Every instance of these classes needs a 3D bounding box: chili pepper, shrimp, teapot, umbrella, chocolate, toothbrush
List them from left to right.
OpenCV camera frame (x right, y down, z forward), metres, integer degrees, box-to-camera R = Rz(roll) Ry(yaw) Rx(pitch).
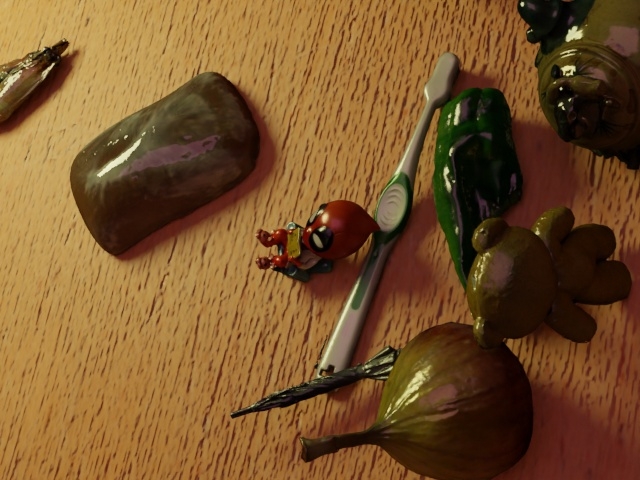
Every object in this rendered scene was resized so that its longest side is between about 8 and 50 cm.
[{"bbox_3d":[-0.429,-0.225,1.416,0.190,0.042,0.101,-34,55,7],"label":"shrimp"},{"bbox_3d":[-0.206,-0.108,1.266,0.254,0.080,0.157,-30,63,8],"label":"chocolate"},{"bbox_3d":[0.031,0.154,1.098,0.269,0.044,0.044,-23,19,5],"label":"umbrella"},{"bbox_3d":[0.078,-0.025,1.153,0.042,0.040,0.417,18,78,19],"label":"toothbrush"},{"bbox_3d":[0.173,-0.048,1.107,0.099,0.083,0.253,-8,71,7],"label":"chili pepper"},{"bbox_3d":[0.299,-0.150,1.035,0.182,0.173,0.269,-36,90,-38],"label":"teapot"}]

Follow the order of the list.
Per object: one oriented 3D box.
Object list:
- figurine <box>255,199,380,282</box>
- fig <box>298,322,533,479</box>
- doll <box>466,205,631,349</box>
[{"bbox_3d":[0.000,0.000,1.148,0.140,0.075,0.068,-19,64,32],"label":"figurine"},{"bbox_3d":[0.097,0.181,1.004,0.231,0.143,0.160,-29,68,-5],"label":"fig"},{"bbox_3d":[0.222,0.036,1.011,0.097,0.210,0.137,-9,86,54],"label":"doll"}]
